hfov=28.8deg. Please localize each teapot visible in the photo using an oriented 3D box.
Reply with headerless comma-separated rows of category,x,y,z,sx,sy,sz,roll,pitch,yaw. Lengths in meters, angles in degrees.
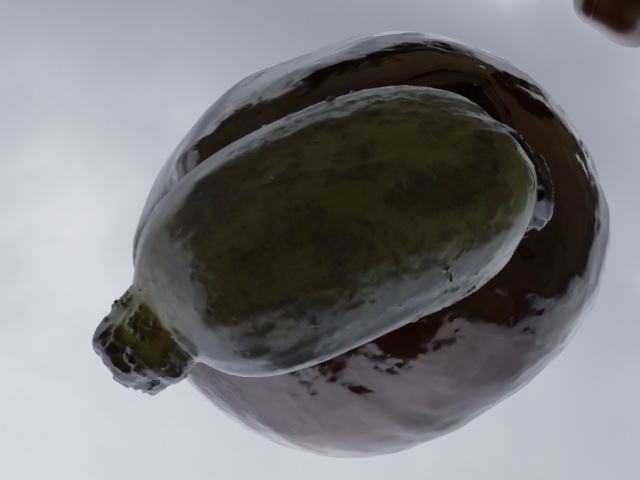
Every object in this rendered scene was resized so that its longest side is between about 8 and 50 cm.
teapot,0.276,-0.235,1.149,0.116,0.173,0.116,0,-94,1

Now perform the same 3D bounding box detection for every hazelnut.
hazelnut,0.046,-0.012,1.158,0.402,0.429,0.402,23,-128,-34

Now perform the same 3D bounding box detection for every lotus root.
lotus root,0.000,0.000,0.788,0.309,0.173,0.173,-24,-111,-18
